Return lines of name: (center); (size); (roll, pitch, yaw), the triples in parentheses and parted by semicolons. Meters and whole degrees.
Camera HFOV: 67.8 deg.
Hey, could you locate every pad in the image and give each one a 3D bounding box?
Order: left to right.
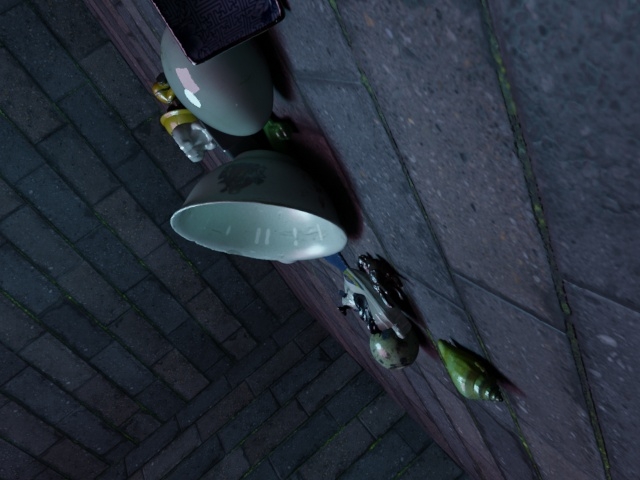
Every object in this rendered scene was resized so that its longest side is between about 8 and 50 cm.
pad: (0.000, 0.000, 1.617); (0.269, 0.012, 0.269); (56, 168, -26)

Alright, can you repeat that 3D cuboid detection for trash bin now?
trash bin: (-0.219, -0.259, 1.319); (0.177, 0.101, 0.236); (53, -178, 26)

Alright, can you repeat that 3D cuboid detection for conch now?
conch: (0.333, 0.297, 1.060); (0.095, 0.079, 0.201); (42, -169, -21)

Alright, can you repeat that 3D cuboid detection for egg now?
egg: (-0.185, -0.309, 0.898); (0.183, 0.183, 0.264); (42, 171, 41)
egg: (0.216, 0.304, 1.380); (0.141, 0.141, 0.182); (43, 174, 38)

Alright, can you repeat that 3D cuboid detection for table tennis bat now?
table tennis bat: (-0.117, -0.270, 1.149); (0.160, 0.039, 0.257); (57, 173, -24)

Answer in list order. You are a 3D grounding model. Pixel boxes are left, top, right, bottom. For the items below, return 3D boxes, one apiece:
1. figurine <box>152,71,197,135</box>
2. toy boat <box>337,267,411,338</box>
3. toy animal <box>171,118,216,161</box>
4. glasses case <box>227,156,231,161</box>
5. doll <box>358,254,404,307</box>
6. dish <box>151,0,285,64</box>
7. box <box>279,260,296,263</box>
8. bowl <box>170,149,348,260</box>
figurine: (-0.529, -0.487, 1.788); (0.257, 0.167, 0.192); (53, -177, 5)
toy boat: (0.134, 0.176, 1.331); (0.269, 0.141, 0.141); (29, 156, 51)
toy animal: (-0.357, -0.341, 1.481); (0.127, 0.193, 0.178); (54, 172, -27)
glasses case: (-0.310, -0.294, 1.766); (0.102, 0.070, 0.193); (56, 168, -17)
doll: (0.146, 0.090, 1.203); (0.165, 0.057, 0.139); (51, 173, 31)
dish: (-0.176, -0.414, 0.704); (0.243, 0.181, 0.080); (59, -155, -30)
box: (-0.201, -0.074, 1.853); (0.288, 0.141, 0.349); (43, 167, 33)
bowl: (-0.141, -0.100, 1.198); (0.435, 0.434, 0.196); (86, -172, -72)
